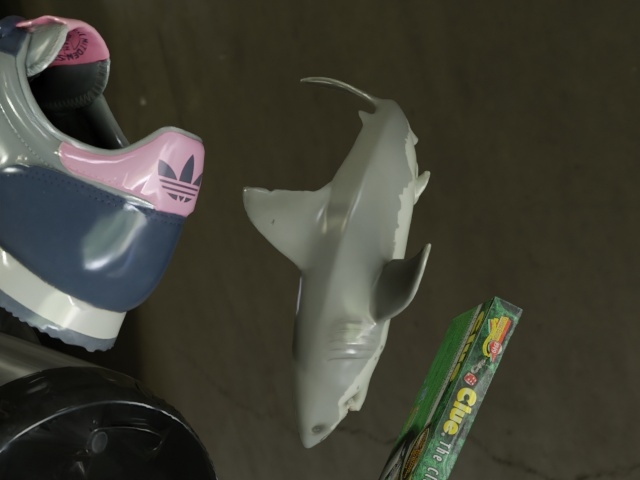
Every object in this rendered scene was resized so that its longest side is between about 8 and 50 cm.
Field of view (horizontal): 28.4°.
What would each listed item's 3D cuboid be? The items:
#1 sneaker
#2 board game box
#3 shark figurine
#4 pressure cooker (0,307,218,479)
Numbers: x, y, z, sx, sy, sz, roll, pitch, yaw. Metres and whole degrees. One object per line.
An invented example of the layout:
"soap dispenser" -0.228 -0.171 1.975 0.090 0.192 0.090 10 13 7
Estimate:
"sneaker" -0.182 -0.085 0.697 0.319 0.112 0.131 42 102 23
"board game box" 0.078 0.171 0.989 0.030 0.259 0.136 26 168 0
"shark figurine" 0.008 -0.028 0.809 0.166 0.116 0.278 116 167 -57
"pressure cooker" -0.329 0.229 0.997 0.420 0.370 0.375 13 98 35
